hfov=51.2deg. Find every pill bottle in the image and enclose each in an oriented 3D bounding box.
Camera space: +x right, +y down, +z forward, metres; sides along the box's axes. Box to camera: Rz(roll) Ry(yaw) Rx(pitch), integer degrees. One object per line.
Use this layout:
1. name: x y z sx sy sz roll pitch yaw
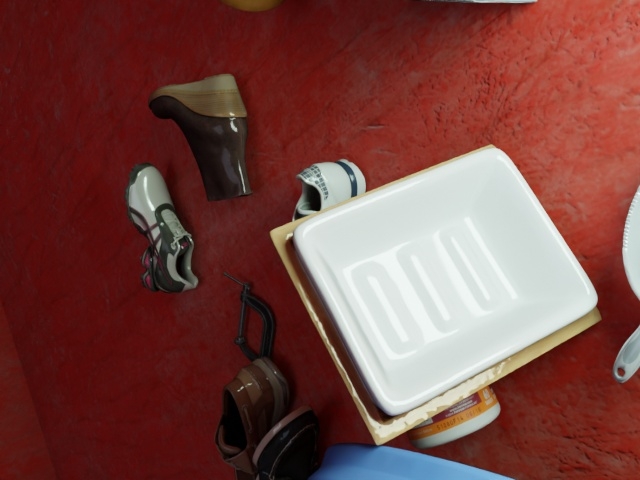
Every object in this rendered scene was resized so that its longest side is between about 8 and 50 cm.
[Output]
1. pill bottle: 0.125 0.134 0.836 0.121 0.121 0.221 -35 75 50

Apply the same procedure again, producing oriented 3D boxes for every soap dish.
1. soap dish: 0.119 0.047 0.704 0.229 0.290 0.118 62 158 15

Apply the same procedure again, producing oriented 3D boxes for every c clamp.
1. c clamp: -0.131 0.152 1.232 0.137 0.022 0.161 24 120 37

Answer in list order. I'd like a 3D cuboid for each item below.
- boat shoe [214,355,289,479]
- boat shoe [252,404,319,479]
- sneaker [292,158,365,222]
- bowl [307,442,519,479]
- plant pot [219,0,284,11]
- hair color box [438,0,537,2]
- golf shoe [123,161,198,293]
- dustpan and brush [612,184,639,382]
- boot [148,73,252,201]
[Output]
1. boat shoe: -0.141 0.357 1.227 0.123 0.116 0.324 33 130 40
2. boat shoe: -0.049 0.408 1.133 0.113 0.127 0.340 47 135 29
3. sneaker: 0.000 0.000 0.965 0.090 0.094 0.235 21 119 43
4. bowl: 0.169 0.307 0.687 0.391 0.391 0.077 -13 50 51
5. plant pot: -0.084 -0.413 0.867 0.205 0.205 0.188 58 154 20
6. hair color box: 0.129 -0.432 0.652 0.185 0.113 0.375 23 120 44
7. golf shoe: -0.309 -0.025 1.343 0.120 0.105 0.273 4 111 34
8. dustpan and brush: 0.327 0.043 0.610 0.147 0.060 0.211 38 129 36
9. boot: -0.215 -0.170 1.169 0.248 0.090 0.207 1 101 46
